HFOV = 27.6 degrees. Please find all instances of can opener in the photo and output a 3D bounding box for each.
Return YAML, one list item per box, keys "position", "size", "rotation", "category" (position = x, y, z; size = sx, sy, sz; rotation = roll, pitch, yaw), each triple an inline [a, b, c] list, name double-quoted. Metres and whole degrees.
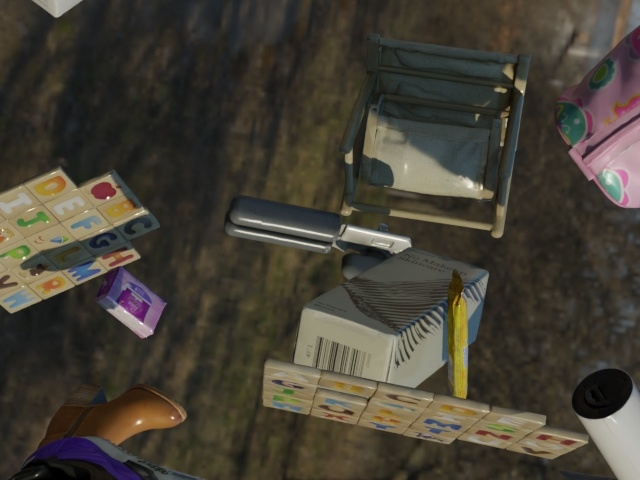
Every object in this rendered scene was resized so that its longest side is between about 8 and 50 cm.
- position: [0.000, 0.000, 1.878]
  size: [0.074, 0.280, 0.093]
  rotation: [120, -18, -57]
  category: "can opener"

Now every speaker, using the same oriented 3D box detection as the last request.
- position: [0.260, 0.169, 1.090]
  size: [0.136, 0.055, 0.055]
  rotation: [54, 34, -31]
  category: "speaker"

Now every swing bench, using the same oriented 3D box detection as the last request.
- position: [0.174, -0.165, 1.991]
  size: [0.165, 0.253, 0.255]
  rotation: [88, 13, -53]
  category: "swing bench"

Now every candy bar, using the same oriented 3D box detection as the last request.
- position: [0.143, 0.105, 1.353]
  size: [0.040, 0.018, 0.161]
  rotation: [-108, -169, -57]
  category: "candy bar"

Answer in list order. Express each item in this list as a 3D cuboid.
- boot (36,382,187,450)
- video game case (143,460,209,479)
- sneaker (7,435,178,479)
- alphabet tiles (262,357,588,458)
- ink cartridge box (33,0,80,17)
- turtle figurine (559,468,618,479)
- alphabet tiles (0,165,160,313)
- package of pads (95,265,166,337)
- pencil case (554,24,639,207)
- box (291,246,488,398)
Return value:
- position: [-0.290, 0.271, 1.776]
  size: [0.152, 0.197, 0.073]
  rotation: [-60, 138, -43]
  category: "boot"
- position: [-0.145, 0.331, 1.531]
  size: [0.019, 0.143, 0.157]
  rotation: [-48, 132, -38]
  category: "video game case"
- position: [-0.274, 0.260, 1.373]
  size: [0.293, 0.146, 0.102]
  rotation: [-2, -99, 52]
  category: "sneaker"
- position: [0.072, 0.132, 0.982]
  size: [0.198, 0.237, 0.009]
  rotation: [100, 2, -74]
  category: "alphabet tiles"
- position: [-0.302, -0.438, 1.449]
  size: [0.197, 0.198, 0.270]
  rotation: [-46, 163, -28]
  category: "ink cartridge box"
- position: [0.488, 0.244, 1.575]
  size: [0.198, 0.266, 0.275]
  rotation: [-23, 146, -43]
  category: "turtle figurine"
- position: [-0.423, 0.006, 1.929]
  size: [0.285, 0.342, 0.011]
  rotation: [59, 9, -58]
  category: "alphabet tiles"
- position: [-0.228, 0.074, 1.568]
  size: [0.083, 0.032, 0.050]
  rotation: [43, 49, -29]
  category: "package of pads"
- position: [0.307, -0.138, 0.973]
  size: [0.284, 0.124, 0.124]
  rotation: [-38, -154, 43]
  category: "pencil case"
- position: [0.080, 0.091, 1.405]
  size: [0.275, 0.113, 0.094]
  rotation: [-28, 131, -61]
  category: "box"
